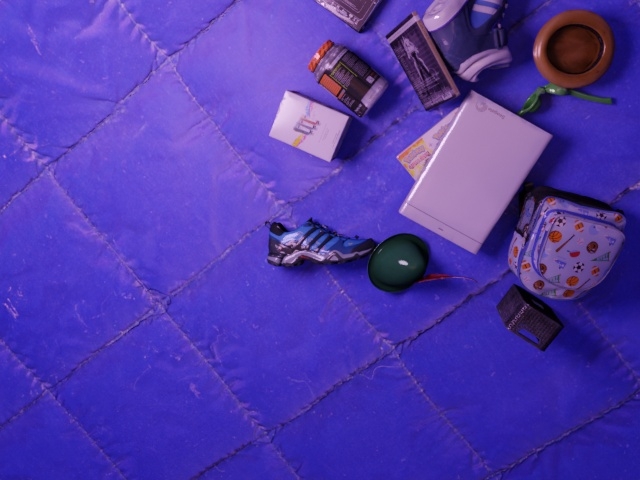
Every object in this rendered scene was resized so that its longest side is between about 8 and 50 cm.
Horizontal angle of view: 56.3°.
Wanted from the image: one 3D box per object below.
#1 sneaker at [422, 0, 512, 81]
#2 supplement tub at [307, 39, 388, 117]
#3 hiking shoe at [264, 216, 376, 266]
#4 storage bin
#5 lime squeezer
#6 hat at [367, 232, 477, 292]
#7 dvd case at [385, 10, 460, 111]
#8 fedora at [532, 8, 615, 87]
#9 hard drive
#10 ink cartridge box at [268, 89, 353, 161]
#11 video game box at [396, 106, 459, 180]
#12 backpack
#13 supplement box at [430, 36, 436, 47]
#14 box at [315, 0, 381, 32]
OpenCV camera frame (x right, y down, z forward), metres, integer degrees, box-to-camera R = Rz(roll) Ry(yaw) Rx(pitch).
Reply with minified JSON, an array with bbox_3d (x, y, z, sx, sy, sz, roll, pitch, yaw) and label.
[{"bbox_3d":[0.407,-0.539,1.445,0.323,0.130,0.236,-48,117,-10],"label":"sneaker"},{"bbox_3d":[0.068,-0.413,1.519,0.190,0.117,0.117,40,105,-3],"label":"supplement tub"},{"bbox_3d":[0.000,0.000,1.630,0.304,0.113,0.132,-4,91,1],"label":"hiking shoe"},{"bbox_3d":[0.544,0.198,1.564,0.122,0.180,0.084,32,106,-1],"label":"storage bin"},{"bbox_3d":[0.565,-0.340,1.510,0.310,0.059,0.110,-21,130,11],"label":"lime squeezer"},{"bbox_3d":[0.245,0.087,1.554,0.208,0.183,0.173,-41,118,4],"label":"hat"},{"bbox_3d":[0.249,-0.435,1.471,0.018,0.164,0.221,-33,98,-13],"label":"dvd case"},{"bbox_3d":[0.607,-0.462,1.453,0.194,0.079,0.194,0,104,1],"label":"fedora"},{"bbox_3d":[0.389,-0.169,1.522,0.233,0.047,0.353,29,106,-2],"label":"hard drive"},{"bbox_3d":[-0.023,-0.299,1.552,0.176,0.128,0.127,25,105,3],"label":"ink cartridge box"},{"bbox_3d":[0.335,-0.213,1.566,0.205,0.048,0.187,-39,94,14],"label":"video game box"},{"bbox_3d":[0.612,0.021,1.509,0.276,0.213,0.263,16,115,1],"label":"backpack"},{"bbox_3d":[0.295,-0.485,1.512,0.098,0.036,0.062,-13,101,9],"label":"supplement box"},{"bbox_3d":[0.057,-0.663,1.493,0.231,0.056,0.183,34,105,-1],"label":"box"}]
